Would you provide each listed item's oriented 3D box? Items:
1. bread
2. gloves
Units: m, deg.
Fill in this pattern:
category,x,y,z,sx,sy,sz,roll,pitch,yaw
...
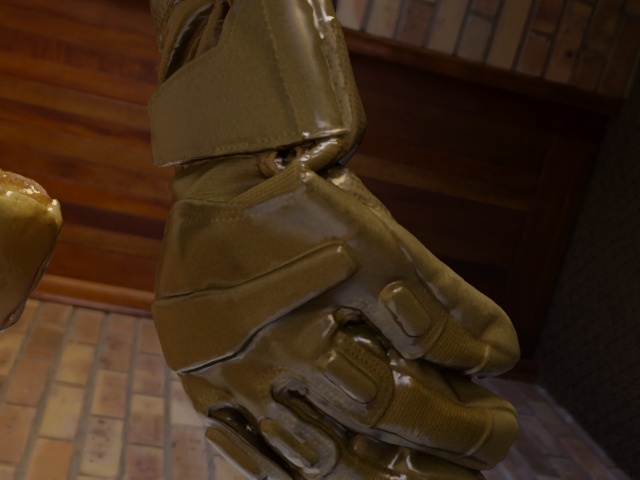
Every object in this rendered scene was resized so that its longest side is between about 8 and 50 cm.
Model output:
category,x,y,z,sx,sy,sz,roll,pitch,yaw
bread,-0.166,-0.006,0.329,0.053,0.132,0.074,39,98,36
gloves,-0.011,0.000,0.402,0.154,0.141,0.331,-14,88,36
